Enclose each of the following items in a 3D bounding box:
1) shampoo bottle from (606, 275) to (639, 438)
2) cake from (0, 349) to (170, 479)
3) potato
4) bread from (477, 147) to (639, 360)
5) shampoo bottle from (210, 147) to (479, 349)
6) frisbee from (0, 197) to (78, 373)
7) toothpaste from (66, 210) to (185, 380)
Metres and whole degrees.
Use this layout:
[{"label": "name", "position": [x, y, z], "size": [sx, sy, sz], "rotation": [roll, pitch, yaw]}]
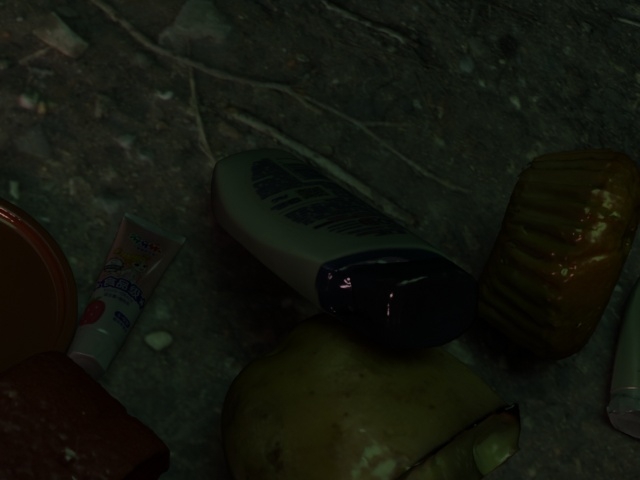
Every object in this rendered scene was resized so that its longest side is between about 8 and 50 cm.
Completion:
[{"label": "shampoo bottle", "position": [0.371, 0.125, 1.318], "size": [0.072, 0.049, 0.212], "rotation": [30, 50, -9]}, {"label": "cake", "position": [-0.243, 0.211, 0.890], "size": [0.151, 0.177, 0.283], "rotation": [45, 49, 9]}, {"label": "potato", "position": [0.024, 0.169, 1.030], "size": [0.285, 0.242, 0.242], "rotation": [-31, 74, -33]}, {"label": "bread", "position": [0.254, 0.006, 1.234], "size": [0.139, 0.240, 0.240], "rotation": [25, 49, 11]}, {"label": "shampoo bottle", "position": [0.000, 0.000, 1.087], "size": [0.134, 0.078, 0.359], "rotation": [-6, 23, -26]}, {"label": "frisbee", "position": [-0.346, 0.051, 1.057], "size": [0.250, 0.021, 0.251], "rotation": [12, 54, -17]}, {"label": "toothpaste", "position": [-0.189, 0.049, 1.121], "size": [0.067, 0.043, 0.195], "rotation": [24, 45, -6]}]
